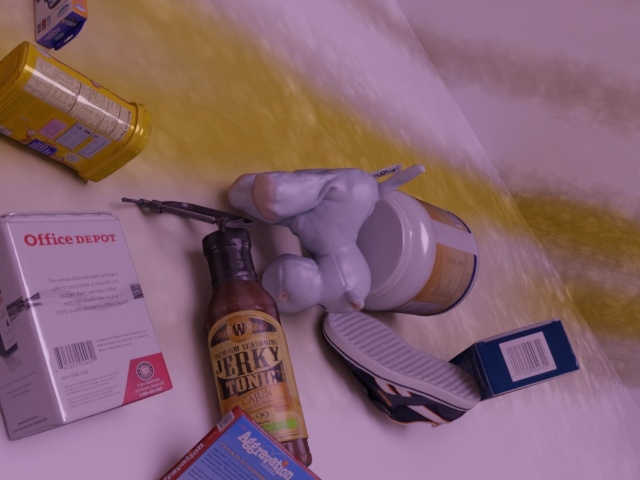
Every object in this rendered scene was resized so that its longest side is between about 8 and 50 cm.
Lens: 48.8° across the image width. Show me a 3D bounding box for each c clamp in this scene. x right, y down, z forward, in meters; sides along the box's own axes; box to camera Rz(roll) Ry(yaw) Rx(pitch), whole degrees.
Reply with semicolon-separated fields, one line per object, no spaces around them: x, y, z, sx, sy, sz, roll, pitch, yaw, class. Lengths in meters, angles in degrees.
-0.177;-0.036;0.988;0.137;0.161;0.022;-29;132;-81;c clamp

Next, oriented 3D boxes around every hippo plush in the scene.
0.000;0.000;1.170;0.234;0.295;0.236;-155;-119;-77;hippo plush

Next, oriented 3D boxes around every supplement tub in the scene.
0.147;0.026;1.354;0.316;0.228;0.228;14;56;-54;supplement tub

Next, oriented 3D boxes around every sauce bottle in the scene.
-0.101;0.151;0.976;0.111;0.111;0.344;13;56;-55;sauce bottle

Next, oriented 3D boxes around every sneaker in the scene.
0.124;0.246;1.273;0.321;0.127;0.126;31;32;-10;sneaker

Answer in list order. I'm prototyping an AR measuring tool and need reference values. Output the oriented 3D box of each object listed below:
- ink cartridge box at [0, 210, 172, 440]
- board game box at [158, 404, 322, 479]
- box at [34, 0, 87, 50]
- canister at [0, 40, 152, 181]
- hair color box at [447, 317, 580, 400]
-0.273;0.083;0.761;0.159;0.092;0.217;-4;73;-60;ink cartridge box
-0.063;0.338;0.873;0.281;0.145;0.027;49;-5;-26;board game box
-0.353;-0.325;0.954;0.028;0.081;0.136;23;49;-50;box
-0.309;-0.150;0.847;0.170;0.126;0.073;30;44;-44;canister
0.365;0.257;1.421;0.347;0.174;0.105;95;-21;-72;hair color box
